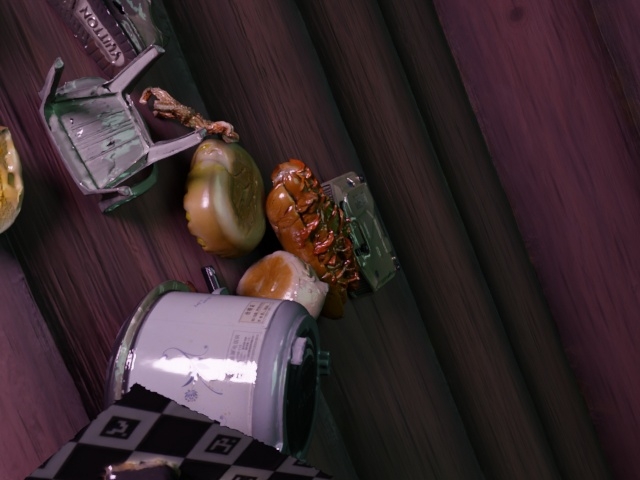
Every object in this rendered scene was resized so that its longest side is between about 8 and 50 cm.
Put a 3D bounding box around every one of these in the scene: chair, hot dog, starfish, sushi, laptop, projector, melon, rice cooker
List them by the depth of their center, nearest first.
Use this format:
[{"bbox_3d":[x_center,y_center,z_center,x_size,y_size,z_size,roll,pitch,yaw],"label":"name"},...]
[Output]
[{"bbox_3d":[-0.190,0.339,0.791,0.339,0.320,0.069,40,17,-40],"label":"sushi"},{"bbox_3d":[-0.441,-0.061,0.853,0.160,0.079,0.128,-68,147,-46],"label":"melon"},{"bbox_3d":[-0.149,0.196,0.950,0.264,0.316,0.317,79,19,-47],"label":"rice cooker"},{"bbox_3d":[-0.294,-0.161,1.009,0.190,0.274,0.204,-32,104,-32],"label":"chair"},{"bbox_3d":[-0.157,0.126,1.136,0.016,0.129,0.180,-20,92,-14],"label":"laptop"},{"bbox_3d":[-0.209,-0.208,1.140,0.150,0.209,0.053,10,101,-45],"label":"starfish"},{"bbox_3d":[0.000,0.000,1.340,0.158,0.117,0.349,-79,154,-48],"label":"hot dog"},{"bbox_3d":[0.077,-0.014,1.554,0.193,0.088,0.270,-31,100,-59],"label":"projector"}]

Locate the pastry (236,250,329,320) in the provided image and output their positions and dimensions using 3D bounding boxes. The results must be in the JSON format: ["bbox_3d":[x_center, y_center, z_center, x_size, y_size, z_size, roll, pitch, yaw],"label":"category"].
[{"bbox_3d":[-0.072,0.098,1.229,0.088,0.165,0.166,44,41,-46],"label":"pastry"}]

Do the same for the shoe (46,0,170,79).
[{"bbox_3d":[-0.356,-0.408,1.120,0.293,0.109,0.149,61,31,-20],"label":"shoe"}]

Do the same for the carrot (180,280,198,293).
[{"bbox_3d":[-0.199,0.144,1.129,0.035,0.035,0.165,-22,95,-57],"label":"carrot"}]

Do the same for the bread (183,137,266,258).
[{"bbox_3d":[-0.169,-0.070,1.209,0.213,0.104,0.214,44,39,-51],"label":"bread"}]
